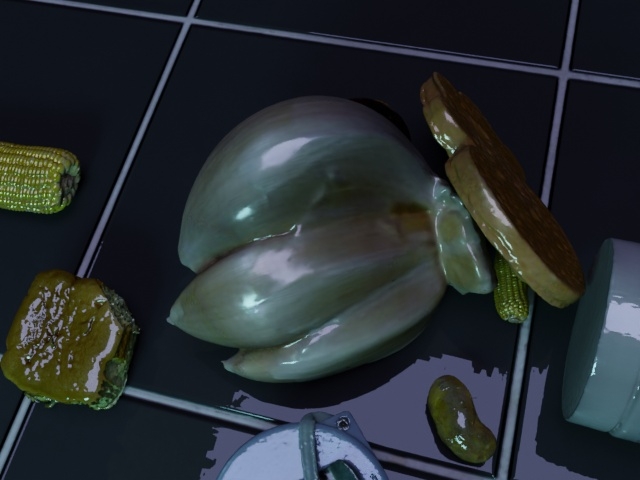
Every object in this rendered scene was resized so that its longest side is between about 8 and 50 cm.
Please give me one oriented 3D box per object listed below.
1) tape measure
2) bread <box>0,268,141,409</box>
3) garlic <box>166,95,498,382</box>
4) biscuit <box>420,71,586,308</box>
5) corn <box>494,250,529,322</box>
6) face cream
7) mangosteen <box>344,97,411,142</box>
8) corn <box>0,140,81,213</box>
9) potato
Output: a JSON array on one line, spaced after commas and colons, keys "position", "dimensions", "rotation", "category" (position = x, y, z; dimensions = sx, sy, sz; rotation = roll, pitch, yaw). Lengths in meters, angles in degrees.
[{"position": [-0.011, 0.255, 0.639], "dimensions": [0.181, 0.107, 0.182], "rotation": [-32, 68, -16], "category": "tape measure"}, {"position": [-0.259, 0.107, 0.754], "dimensions": [0.128, 0.069, 0.140], "rotation": [9, 67, 9], "category": "bread"}, {"position": [0.000, 0.001, 0.692], "dimensions": [0.325, 0.132, 0.278], "rotation": [-12, 96, -10], "category": "garlic"}, {"position": [0.178, -0.055, 0.727], "dimensions": [0.044, 0.202, 0.288], "rotation": [-40, 56, 24], "category": "biscuit"}, {"position": [0.202, 0.042, 0.753], "dimensions": [0.037, 0.037, 0.092], "rotation": [4, 66, 8], "category": "corn"}, {"position": [0.314, 0.098, 0.636], "dimensions": [0.153, 0.177, 0.177], "rotation": [15, 68, 13], "category": "face cream"}, {"position": [0.038, -0.106, 0.803], "dimensions": [0.140, 0.140, 0.140], "rotation": [-2, 65, 5], "category": "mangosteen"}, {"position": [-0.374, -0.080, 0.855], "dimensions": [0.165, 0.063, 0.085], "rotation": [12, 90, 12], "category": "corn"}, {"position": [0.134, 0.176, 0.693], "dimensions": [0.047, 0.045, 0.092], "rotation": [-8, 61, -38], "category": "potato"}]
